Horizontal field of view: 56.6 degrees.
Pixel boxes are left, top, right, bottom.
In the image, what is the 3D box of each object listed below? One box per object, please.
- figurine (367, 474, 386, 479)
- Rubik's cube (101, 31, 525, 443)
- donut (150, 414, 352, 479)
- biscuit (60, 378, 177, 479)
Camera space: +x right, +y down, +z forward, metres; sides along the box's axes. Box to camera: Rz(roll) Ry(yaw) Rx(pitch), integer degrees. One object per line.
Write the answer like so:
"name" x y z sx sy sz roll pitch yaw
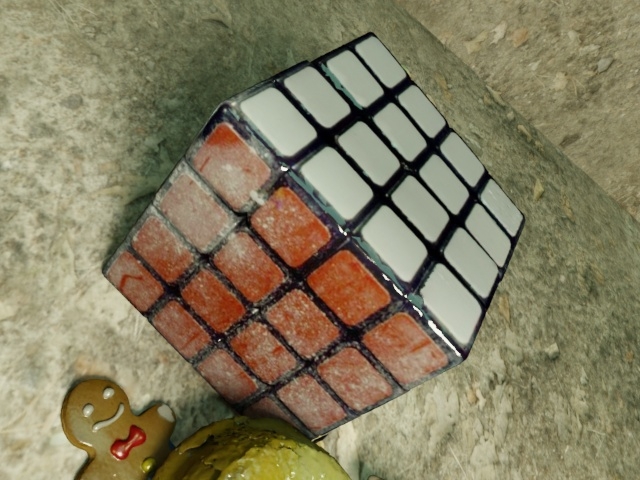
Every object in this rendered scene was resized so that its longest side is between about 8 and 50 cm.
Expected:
"figurine" 0.141 0.432 0.700 0.177 0.247 0.173 -55 140 -26
"Rubik's cube" 0.000 0.000 0.760 0.344 0.344 0.337 48 39 -5
"donut" -0.056 0.316 0.589 0.272 0.107 0.272 9 72 -29
"biscuit" -0.197 0.233 0.635 0.205 0.031 0.138 50 39 2
